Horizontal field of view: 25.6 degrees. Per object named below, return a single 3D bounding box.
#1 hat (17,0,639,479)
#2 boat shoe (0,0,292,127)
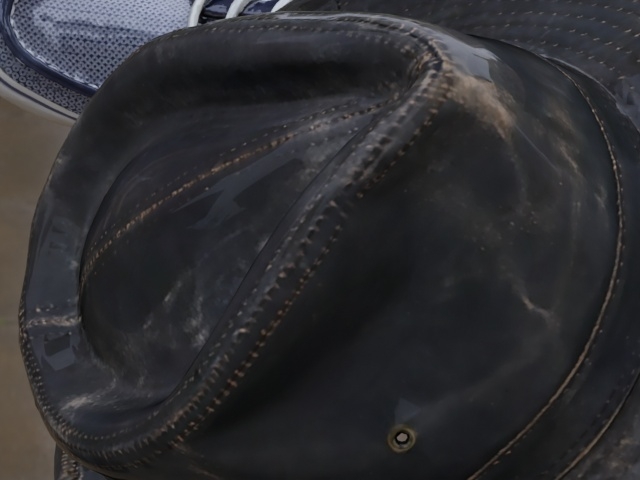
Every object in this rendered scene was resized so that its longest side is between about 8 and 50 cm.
[{"bbox_3d":[0.000,0.000,0.441,0.331,0.331,0.134,32,-2,44],"label":"hat"},{"bbox_3d":[-0.032,-0.118,0.832,0.340,0.127,0.158,4,-3,-21],"label":"boat shoe"}]
